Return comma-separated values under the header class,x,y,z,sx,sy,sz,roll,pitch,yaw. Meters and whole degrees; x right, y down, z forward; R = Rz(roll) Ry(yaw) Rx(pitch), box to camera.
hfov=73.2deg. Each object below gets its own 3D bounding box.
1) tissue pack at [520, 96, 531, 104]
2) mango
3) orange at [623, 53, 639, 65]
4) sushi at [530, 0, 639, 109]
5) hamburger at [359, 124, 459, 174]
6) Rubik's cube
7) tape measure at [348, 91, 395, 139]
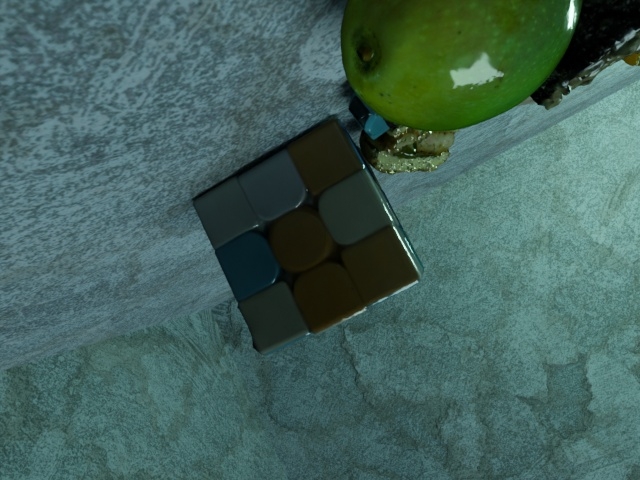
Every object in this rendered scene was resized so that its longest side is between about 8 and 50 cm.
class,x,y,z,sx,sy,sz,roll,pitch,yaw
tissue pack,0.561,-0.413,1.101,0.325,0.071,0.170,-21,173,-39
mango,0.173,-0.233,0.485,0.382,0.201,0.225,-23,162,-47
orange,0.861,-0.527,1.118,0.155,0.134,0.154,-33,171,-6
sushi,0.428,-0.350,0.605,0.350,0.170,0.211,-38,170,39
hamburger,0.178,-0.215,0.919,0.262,0.131,0.124,-13,130,-44
Rubik's cube,0.000,0.000,0.946,0.344,0.347,0.346,-27,174,11
tape measure,0.109,-0.237,0.709,0.125,0.081,0.146,-39,170,13
